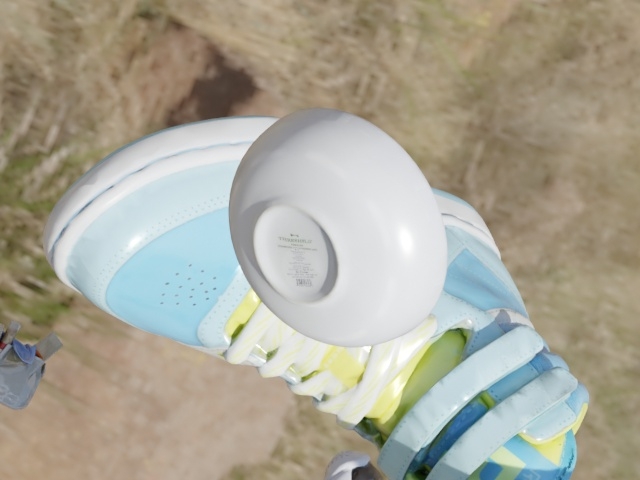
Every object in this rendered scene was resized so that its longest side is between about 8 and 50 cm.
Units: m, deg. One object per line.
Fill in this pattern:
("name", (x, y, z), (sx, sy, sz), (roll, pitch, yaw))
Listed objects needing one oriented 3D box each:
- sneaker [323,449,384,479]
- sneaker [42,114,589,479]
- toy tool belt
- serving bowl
("sneaker", (0.062, 0.270, 1.278), (0.101, 0.153, 0.268), (97, -1, -48))
("sneaker", (0.022, 0.055, 0.931), (0.319, 0.208, 0.127), (9, 128, -45))
("toy tool belt", (-0.197, 0.061, 1.072), (0.083, 0.052, 0.051), (29, 82, -13))
("serving bowl", (0.000, 0.000, 0.606), (0.027, 0.083, 0.083), (-32, 132, -46))
